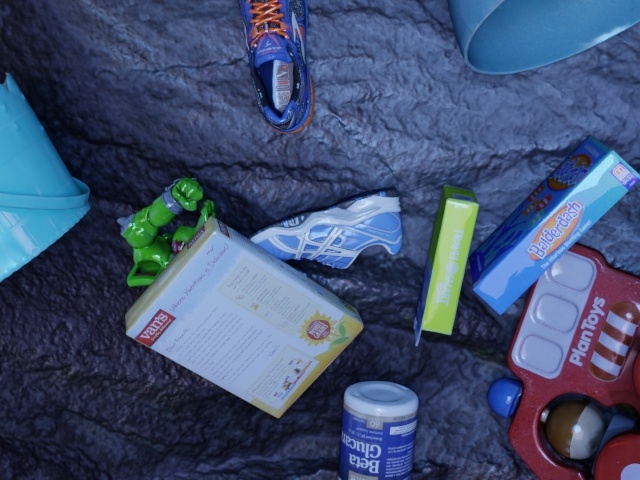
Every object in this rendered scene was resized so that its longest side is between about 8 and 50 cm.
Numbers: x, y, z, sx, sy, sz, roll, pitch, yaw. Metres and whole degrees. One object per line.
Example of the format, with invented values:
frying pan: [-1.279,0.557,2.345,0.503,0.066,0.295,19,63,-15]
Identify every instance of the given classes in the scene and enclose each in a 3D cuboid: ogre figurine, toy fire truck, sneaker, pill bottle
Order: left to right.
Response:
ogre figurine: [-0.173,0.018,1.222,0.118,0.096,0.197,-9,142,12]
sneaker: [-0.051,-0.232,1.164,0.083,0.087,0.221,-12,101,8]
sneaker: [0.000,0.000,1.211,0.211,0.080,0.081,-15,97,11]
pill bottle: [0.070,0.270,1.253,0.094,0.094,0.169,5,103,5]
toy fire truck: [0.338,0.176,1.187,0.254,0.169,0.302,24,104,26]

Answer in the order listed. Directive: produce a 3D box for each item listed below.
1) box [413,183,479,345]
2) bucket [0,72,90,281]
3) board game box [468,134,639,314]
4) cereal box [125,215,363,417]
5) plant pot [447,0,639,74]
box: [0.148,0.030,1.186,0.042,0.109,0.178,11,103,2]
bucket: [-0.416,-0.047,1.156,0.281,0.281,0.183,-30,106,12]
board game box: [0.259,-0.023,1.137,0.047,0.160,0.210,43,103,-3]
cereal box: [-0.090,0.098,1.210,0.240,0.047,0.173,35,107,-27]
plant pot: [0.245,-0.331,1.032,0.290,0.290,0.195,-25,77,11]
